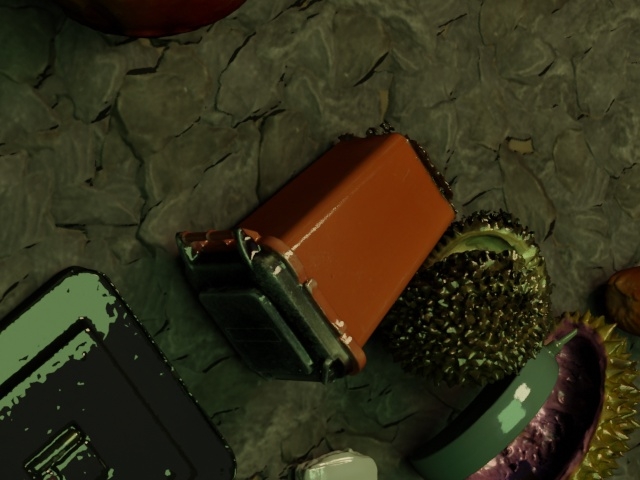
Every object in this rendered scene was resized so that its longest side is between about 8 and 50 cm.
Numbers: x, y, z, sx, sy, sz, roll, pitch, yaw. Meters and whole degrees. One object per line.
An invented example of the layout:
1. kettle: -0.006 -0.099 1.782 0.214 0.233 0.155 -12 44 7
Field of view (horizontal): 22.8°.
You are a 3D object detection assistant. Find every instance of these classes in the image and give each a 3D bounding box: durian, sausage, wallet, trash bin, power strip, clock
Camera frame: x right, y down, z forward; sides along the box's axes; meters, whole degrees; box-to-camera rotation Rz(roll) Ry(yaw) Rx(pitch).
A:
1. durian: 0.275 0.209 1.714 0.186 0.154 0.260 29 85 -54
2. sausage: 0.448 0.068 1.816 0.300 0.089 0.083 2 105 -31
3. wallet: 0.020 0.305 1.606 0.095 0.033 0.190 -5 95 -32
4. trash bin: 0.000 0.000 1.517 0.238 0.161 0.184 -48 115 -28
5. durian: 0.138 0.058 1.591 0.196 0.196 0.167 -16 102 -29
6. power strip: 0.184 0.165 1.626 0.044 0.137 0.216 45 79 -6
7. clock: -0.235 0.203 1.441 0.279 0.049 0.273 -42 113 -22

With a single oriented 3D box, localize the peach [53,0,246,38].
1. peach: -0.149 -0.349 1.328 0.290 0.372 0.372 7 89 2
